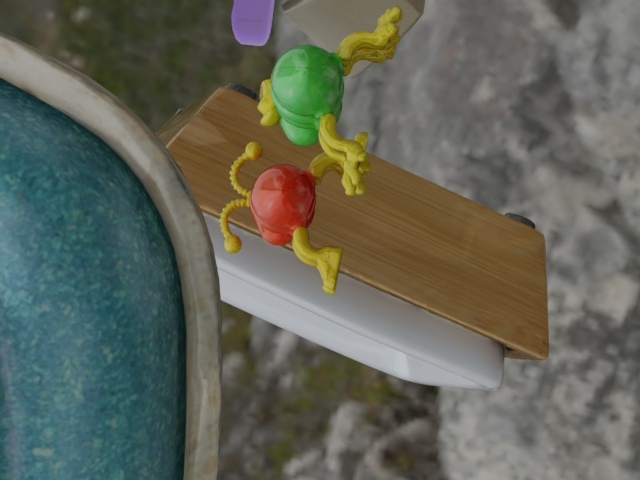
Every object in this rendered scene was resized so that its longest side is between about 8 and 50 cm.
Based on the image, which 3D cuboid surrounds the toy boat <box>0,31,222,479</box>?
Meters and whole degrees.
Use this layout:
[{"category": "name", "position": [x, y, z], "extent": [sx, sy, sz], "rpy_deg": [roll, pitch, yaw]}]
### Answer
[{"category": "toy boat", "position": [-0.185, 0.067, 0.359], "extent": [0.148, 0.318, 0.268], "rpy_deg": [-80, 2, -78]}]

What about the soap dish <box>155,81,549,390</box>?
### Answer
[{"category": "soap dish", "position": [0.000, 0.000, 1.215], "extent": [0.118, 0.290, 0.229], "rpy_deg": [-68, 12, -8]}]

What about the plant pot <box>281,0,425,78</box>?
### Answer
[{"category": "plant pot", "position": [0.041, -0.238, 1.648], "extent": [0.096, 0.109, 0.109], "rpy_deg": [-22, 40, 33]}]

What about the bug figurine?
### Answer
[{"category": "bug figurine", "position": [0.005, -0.120, 0.929], "extent": [0.216, 0.072, 0.279], "rpy_deg": [111, 172, -80]}]

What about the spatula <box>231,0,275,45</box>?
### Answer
[{"category": "spatula", "position": [-0.022, -0.321, 1.616], "extent": [0.084, 0.030, 0.296], "rpy_deg": [13, 80, 60]}]
